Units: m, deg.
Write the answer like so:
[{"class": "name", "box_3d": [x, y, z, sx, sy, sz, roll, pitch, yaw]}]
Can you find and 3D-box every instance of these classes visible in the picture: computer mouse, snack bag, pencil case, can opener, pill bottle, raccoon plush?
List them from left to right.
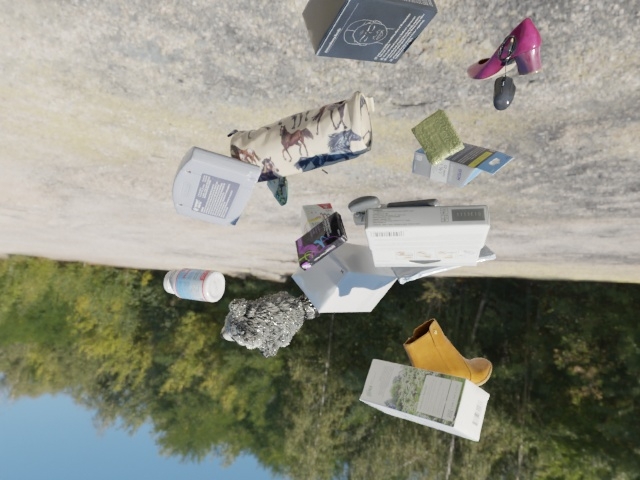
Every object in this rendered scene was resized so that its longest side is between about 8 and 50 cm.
[{"class": "pill bottle", "box_3d": [-0.356, 0.122, 1.319, 0.160, 0.087, 0.087, 3, 172, 24]}, {"class": "raccoon plush", "box_3d": [-0.150, 0.229, 1.686, 0.216, 0.446, 0.299, 45, 167, 17]}, {"class": "pencil case", "box_3d": [-0.049, -0.276, 1.284, 0.410, 0.183, 0.160, -12, 142, 20]}, {"class": "can opener", "box_3d": [0.221, -0.097, 1.460, 0.283, 0.076, 0.095, -3, 150, 30]}, {"class": "snack bag", "box_3d": [0.351, 0.019, 1.521, 0.323, 0.037, 0.342, -13, -153, -7]}, {"class": "computer mouse", "box_3d": [0.620, -0.562, 1.580, 0.071, 0.242, 0.041, 9, -166, 33]}]

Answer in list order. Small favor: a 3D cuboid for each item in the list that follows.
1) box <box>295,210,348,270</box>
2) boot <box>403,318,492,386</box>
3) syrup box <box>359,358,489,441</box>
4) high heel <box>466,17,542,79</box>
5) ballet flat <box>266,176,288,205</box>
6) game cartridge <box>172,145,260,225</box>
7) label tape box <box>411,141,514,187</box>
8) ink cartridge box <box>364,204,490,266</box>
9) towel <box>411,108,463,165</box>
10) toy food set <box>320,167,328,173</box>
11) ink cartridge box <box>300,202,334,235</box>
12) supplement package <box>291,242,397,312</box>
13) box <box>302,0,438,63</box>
[{"class": "box", "box_3d": [0.000, 0.000, 1.355, 0.162, 0.116, 0.029, -35, 128, 17]}, {"class": "boot", "box_3d": [0.356, 0.312, 1.298, 0.295, 0.211, 0.104, -18, 175, -43]}, {"class": "syrup box", "box_3d": [0.204, 0.318, 0.955, 0.096, 0.093, 0.237, 37, 155, -33]}, {"class": "high heel", "box_3d": [0.665, -0.704, 1.740, 0.127, 0.181, 0.377, -27, -158, -17]}, {"class": "ballet flat", "box_3d": [-0.130, -0.182, 1.390, 0.070, 0.188, 0.070, -3, 143, -2]}, {"class": "game cartridge", "box_3d": [-0.288, -0.136, 1.246, 0.196, 0.060, 0.294, 12, 152, -19]}, {"class": "label tape box", "box_3d": [0.604, -0.325, 2.008, 0.348, 0.115, 0.249, 25, -141, 30]}, {"class": "ink cartridge box", "box_3d": [0.257, -0.004, 1.155, 0.275, 0.060, 0.239, -1, 157, 11]}, {"class": "towel", "box_3d": [0.332, -0.293, 1.332, 0.110, 0.148, 0.027, -32, 154, 20]}, {"class": "toy food set", "box_3d": [-0.046, -0.309, 1.641, 0.192, 0.038, 0.132, 41, -171, 16]}, {"class": "ink cartridge box", "box_3d": [0.000, -0.048, 1.931, 0.128, 0.176, 0.127, -6, 135, -15]}, {"class": "supplement package", "box_3d": [0.086, 0.122, 1.589, 0.293, 0.177, 0.175, 10, -148, -50]}, {"class": "box", "box_3d": [0.180, -0.858, 1.771, 0.395, 0.212, 0.293, -7, 161, -31]}]
